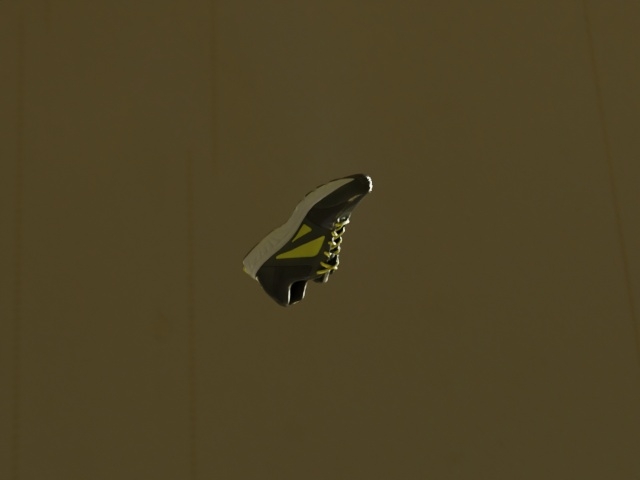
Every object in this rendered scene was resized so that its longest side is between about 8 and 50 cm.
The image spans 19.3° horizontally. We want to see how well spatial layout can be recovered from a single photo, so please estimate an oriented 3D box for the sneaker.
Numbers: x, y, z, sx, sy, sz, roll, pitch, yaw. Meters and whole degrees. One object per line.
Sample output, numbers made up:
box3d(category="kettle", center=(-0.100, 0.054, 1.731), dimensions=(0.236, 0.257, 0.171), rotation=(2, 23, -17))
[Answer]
box3d(category="sneaker", center=(0.000, 0.000, 0.907), dimensions=(0.083, 0.031, 0.035), rotation=(-44, -106, 31))
